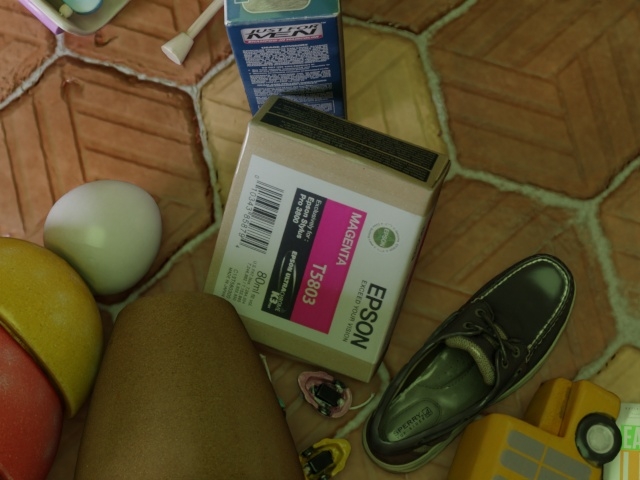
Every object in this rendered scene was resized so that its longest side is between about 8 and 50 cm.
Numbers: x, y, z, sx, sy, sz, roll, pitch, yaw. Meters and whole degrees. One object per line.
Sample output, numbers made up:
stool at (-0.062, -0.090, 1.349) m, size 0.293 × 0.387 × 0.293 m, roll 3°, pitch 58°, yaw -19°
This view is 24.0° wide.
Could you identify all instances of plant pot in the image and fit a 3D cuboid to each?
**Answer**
plant pot at (-0.125, 0.185, 1.414) m, size 0.237 × 0.237 × 0.254 m, roll -6°, pitch 63°, yaw 0°

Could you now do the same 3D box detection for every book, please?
book at (0.333, 0.238, 1.522) m, size 0.096 × 0.035 × 0.144 m, roll 2°, pitch 80°, yaw 6°

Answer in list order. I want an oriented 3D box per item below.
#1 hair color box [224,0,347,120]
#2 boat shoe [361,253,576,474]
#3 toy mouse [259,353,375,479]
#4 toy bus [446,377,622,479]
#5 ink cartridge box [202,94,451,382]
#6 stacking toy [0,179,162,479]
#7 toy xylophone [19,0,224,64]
hair color box at (-0.031, -0.236, 1.463) m, size 0.105 × 0.347 × 0.173 m, roll -4°, pitch 78°, yaw 1°
boat shoe at (0.155, 0.121, 1.515) m, size 0.285 × 0.092 × 0.103 m, roll -42°, pitch 80°, yaw -8°
toy mouse at (-0.025, 0.177, 1.527) m, size 0.161 × 0.031 × 0.143 m, roll -37°, pitch 89°, yaw -24°
toy bus at (0.177, 0.284, 1.436) m, size 0.130 × 0.108 × 0.332 m, roll 25°, pitch 68°, yaw -7°
ink cartridge box at (0.000, 0.000, 1.487) m, size 0.193 × 0.088 × 0.234 m, roll 20°, pitch 118°, yaw 7°
stacking toy at (-0.332, 0.117, 1.472) m, size 0.351 × 0.350 × 0.480 m, roll 40°, pitch 63°, yaw 8°
toy xylophone at (-0.182, -0.340, 1.623) m, size 0.236 × 0.081 × 0.322 m, roll 33°, pitch 82°, yaw 7°
